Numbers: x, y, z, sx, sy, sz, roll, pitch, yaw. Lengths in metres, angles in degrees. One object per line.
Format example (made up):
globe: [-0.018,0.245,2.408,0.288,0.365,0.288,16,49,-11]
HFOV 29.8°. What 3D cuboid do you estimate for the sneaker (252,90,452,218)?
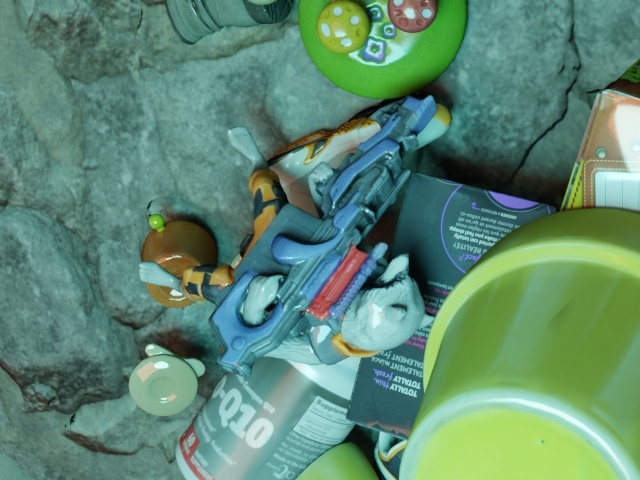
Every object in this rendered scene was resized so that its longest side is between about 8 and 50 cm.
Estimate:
sneaker: [0.051,-0.079,1.359,0.262,0.099,0.121,-20,105,39]

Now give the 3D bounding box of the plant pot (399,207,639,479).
plant pot: [0.171,0.131,0.838,0.254,0.239,0.254,10,112,25]

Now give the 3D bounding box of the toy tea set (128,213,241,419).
toy tea set: [-0.142,0.120,1.532,0.200,0.124,0.336,9,111,-7]

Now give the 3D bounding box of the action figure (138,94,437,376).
action figure: [0.000,0.000,1.249,0.330,0.341,0.178,33,166,42]

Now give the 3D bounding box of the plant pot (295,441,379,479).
plant pot: [0.027,0.316,1.391,0.095,0.134,0.134,42,123,27]

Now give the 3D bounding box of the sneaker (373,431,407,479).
sneaker: [0.161,0.273,1.343,0.321,0.126,0.127,12,112,55]

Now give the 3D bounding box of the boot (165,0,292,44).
boot: [-0.134,-0.349,1.360,0.161,0.083,0.246,-2,105,34]

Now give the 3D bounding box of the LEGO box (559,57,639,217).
LEGO box: [0.316,0.083,1.105,0.193,0.372,0.500,22,117,19]

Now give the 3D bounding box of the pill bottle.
pill bottle: [-0.032,0.180,1.413,0.161,0.161,0.283,37,103,11]

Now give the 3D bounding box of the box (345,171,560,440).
box: [0.155,0.082,1.271,0.165,0.143,0.270,16,91,23]

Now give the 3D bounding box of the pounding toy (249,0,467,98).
pounding toy: [0.041,-0.251,1.246,0.237,0.110,0.183,41,104,-4]
